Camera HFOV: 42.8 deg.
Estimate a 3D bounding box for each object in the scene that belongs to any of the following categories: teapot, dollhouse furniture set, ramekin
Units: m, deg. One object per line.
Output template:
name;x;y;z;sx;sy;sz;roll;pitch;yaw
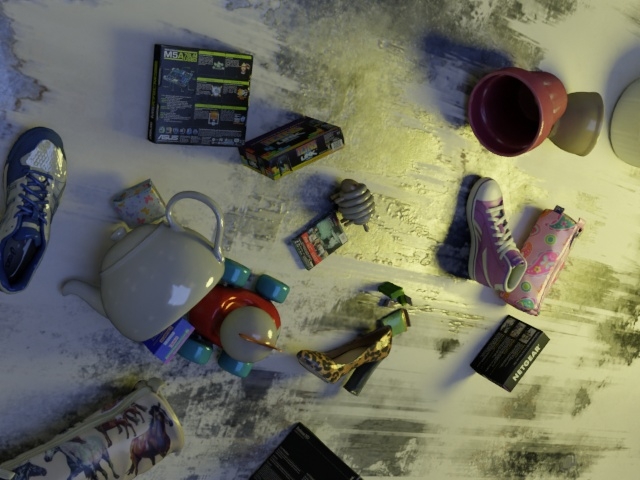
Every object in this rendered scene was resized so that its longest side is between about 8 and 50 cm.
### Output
teapot;-0.312;0.048;1.514;0.256;0.252;0.187;-45;104;-32
dollhouse furniture set;0.185;0.173;1.959;0.076;0.058;0.151;-26;118;-22
ramekin;0.916;-0.315;2.211;0.277;0.135;0.277;-11;112;-29

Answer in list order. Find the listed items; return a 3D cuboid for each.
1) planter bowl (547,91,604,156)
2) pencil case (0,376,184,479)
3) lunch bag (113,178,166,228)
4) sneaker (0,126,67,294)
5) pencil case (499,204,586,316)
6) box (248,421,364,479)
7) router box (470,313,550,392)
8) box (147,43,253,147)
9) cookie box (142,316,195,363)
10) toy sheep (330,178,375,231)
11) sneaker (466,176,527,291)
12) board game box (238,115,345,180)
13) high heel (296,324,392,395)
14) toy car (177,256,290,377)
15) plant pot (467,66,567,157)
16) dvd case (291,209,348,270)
planter bowl;0.616;-0.297;2.030;0.109;0.162;0.162;9;102;-7
pencil case;-0.464;0.423;1.573;0.410;0.160;0.183;-28;133;-21
lunch bag;-0.343;-0.067;1.551;0.083;0.053;0.071;-27;121;-1
sneaker;-0.497;-0.047;1.416;0.112;0.131;0.296;11;98;-32
pencil case;0.579;0.054;2.132;0.124;0.124;0.284;28;90;-35
box;-0.018;0.556;1.834;0.184;0.261;0.103;-49;124;-9
router box;0.497;0.295;2.151;0.179;0.133;0.046;-51;124;-7
box;-0.228;-0.273;1.562;0.191;0.045;0.184;-2;104;-31
cookie box;-0.309;0.181;1.621;0.092;0.107;0.040;-52;125;-7
toy sheep;0.078;-0.077;1.795;0.091;0.091;0.132;-32;116;-20
sneaker;0.445;-0.010;2.002;0.102;0.161;0.282;-17;113;-25
board game box;-0.059;-0.189;1.635;0.170;0.141;0.048;-28;121;-22
high heel;0.059;0.241;1.880;0.261;0.093;0.186;34;88;-46
toy car;-0.140;0.186;1.650;0.210;0.238;0.219;26;91;-35
plant pot;0.476;-0.315;1.913;0.180;0.201;0.201;-27;119;-40
dvd case;0.000;0.000;1.814;0.119;0.013;0.087;-37;122;-16
